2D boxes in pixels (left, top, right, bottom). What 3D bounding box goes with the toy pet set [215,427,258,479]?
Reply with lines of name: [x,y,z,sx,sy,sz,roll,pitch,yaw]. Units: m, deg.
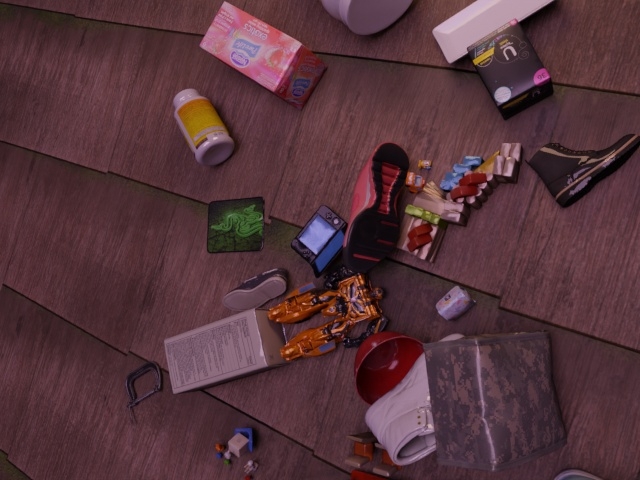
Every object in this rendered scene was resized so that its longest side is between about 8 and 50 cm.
toy pet set: [-0.207,0.538,1.468,0.122,0.065,0.114,26,129,29]

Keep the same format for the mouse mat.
mouse mat: [-0.239,-0.042,1.580,0.190,0.007,0.152,-3,81,25]

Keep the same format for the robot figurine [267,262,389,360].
robot figurine: [0.022,0.179,1.377,0.291,0.085,0.211,-27,73,21]

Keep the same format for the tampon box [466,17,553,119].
tampon box: [0.418,-0.374,1.250,0.120,0.101,0.161,-29,71,20]

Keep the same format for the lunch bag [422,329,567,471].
lunch bag: [0.359,0.300,1.108,0.169,0.287,0.235,-22,70,54]

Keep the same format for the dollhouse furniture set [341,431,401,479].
dollhouse furniture set: [0.172,0.577,1.247,0.259,0.135,0.261,1,83,38]

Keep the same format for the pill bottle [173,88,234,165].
pill bottle: [-0.338,-0.325,1.605,0.117,0.117,0.215,-37,69,17]

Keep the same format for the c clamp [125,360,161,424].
c clamp: [-0.513,0.433,1.643,0.161,0.022,0.137,-39,63,18]

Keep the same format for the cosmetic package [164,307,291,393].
cosmetic package: [-0.242,0.288,1.468,0.296,0.129,0.153,-20,73,23]

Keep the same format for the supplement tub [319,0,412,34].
supplement tub: [0.068,-0.697,1.390,0.241,0.241,0.331,-38,69,17]

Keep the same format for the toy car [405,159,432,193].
toy car: [0.231,-0.160,1.309,0.041,0.060,0.122,3,51,28]

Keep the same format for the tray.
tray: [0.400,-0.513,1.301,0.270,0.030,0.145,-29,50,20]

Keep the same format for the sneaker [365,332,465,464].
sneaker: [0.238,0.339,1.182,0.292,0.108,0.169,-46,25,1]

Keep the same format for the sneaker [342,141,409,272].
sneaker: [0.125,-0.071,1.342,0.116,0.136,0.313,19,81,-13]

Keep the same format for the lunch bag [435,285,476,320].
lunch bag: [0.296,0.139,1.249,0.071,0.083,0.053,-45,67,15]

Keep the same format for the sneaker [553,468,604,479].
sneaker: [0.566,0.525,0.994,0.319,0.208,0.127,13,87,27]

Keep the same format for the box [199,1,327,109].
box: [-0.155,-0.495,1.520,0.300,0.154,0.142,36,99,25]

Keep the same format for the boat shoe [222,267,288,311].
boat shoe: [-0.170,0.130,1.505,0.206,0.075,0.065,-23,30,27]

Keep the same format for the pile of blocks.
pile of blocks: [0.293,-0.104,1.269,0.362,0.113,0.149,-45,67,13]

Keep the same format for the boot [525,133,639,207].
boot: [0.543,-0.183,1.182,0.198,0.077,0.137,-40,63,15]

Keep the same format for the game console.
game console: [0.000,0.000,1.409,0.124,0.085,0.144,41,101,8]

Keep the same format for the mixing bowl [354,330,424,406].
mixing bowl: [0.147,0.274,1.275,0.181,0.181,0.098,-58,25,8]
